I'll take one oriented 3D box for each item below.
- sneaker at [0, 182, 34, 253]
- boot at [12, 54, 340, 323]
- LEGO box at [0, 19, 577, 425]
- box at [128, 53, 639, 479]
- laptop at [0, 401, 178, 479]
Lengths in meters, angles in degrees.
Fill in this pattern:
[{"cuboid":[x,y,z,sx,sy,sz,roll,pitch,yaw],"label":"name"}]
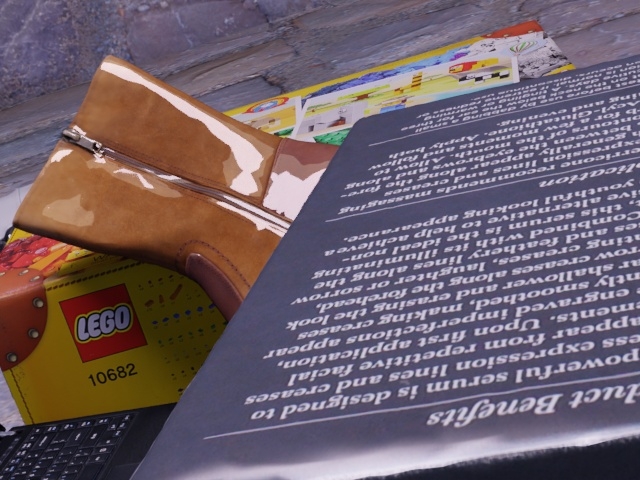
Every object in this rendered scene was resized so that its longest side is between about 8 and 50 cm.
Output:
[{"cuboid":[-0.358,0.024,1.498,0.210,0.137,0.366,-23,16,-5],"label":"sneaker"},{"cuboid":[-0.093,0.023,0.919,0.280,0.264,0.096,21,-9,14],"label":"boot"},{"cuboid":[0.000,0.000,1.168,0.500,0.193,0.372,-16,20,5],"label":"LEGO box"},{"cuboid":[0.112,0.116,0.602,0.212,0.294,0.395,-12,21,18],"label":"box"},{"cuboid":[-0.225,0.115,0.879,0.264,0.137,0.234,-10,16,10],"label":"laptop"}]
